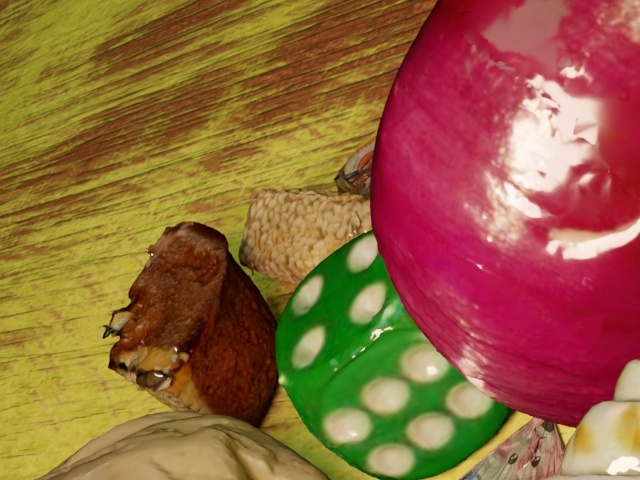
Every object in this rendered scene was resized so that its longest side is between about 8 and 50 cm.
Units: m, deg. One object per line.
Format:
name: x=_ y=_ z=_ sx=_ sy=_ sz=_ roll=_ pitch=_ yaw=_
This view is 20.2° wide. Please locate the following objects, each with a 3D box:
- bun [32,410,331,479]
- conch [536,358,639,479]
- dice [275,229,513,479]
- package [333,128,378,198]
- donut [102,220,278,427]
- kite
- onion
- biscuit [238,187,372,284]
bun: x=-0.138 y=0.264 z=1.159 sx=0.359 sy=0.211 sz=0.360 roll=-36 pitch=30 yaw=25
conch: x=0.122 y=0.235 z=0.829 sx=0.368 sy=0.197 sz=0.249 roll=-54 pitch=10 yaw=-16
dice: x=0.054 y=0.076 z=1.203 sx=0.128 sy=0.131 sz=0.120 roll=-37 pitch=29 yaw=20
package: x=0.065 y=-0.070 z=1.489 sx=0.121 sy=0.031 sz=0.108 roll=-48 pitch=27 yaw=2
donut: x=-0.090 y=0.077 z=1.432 sx=0.144 sy=0.126 sz=0.186 roll=-47 pitch=30 yaw=-11
kite: x=0.114 y=0.167 z=1.131 sx=0.139 sy=0.011 sz=0.157 roll=-7 pitch=48 yaw=56
onion: x=0.221 y=-0.029 z=0.947 sx=0.385 sy=0.348 sz=0.348 roll=32 pitch=81 yaw=27
biscuit: x=0.000 y=0.000 z=1.451 sx=0.168 sy=0.070 sz=0.082 roll=8 pitch=91 yaw=58
